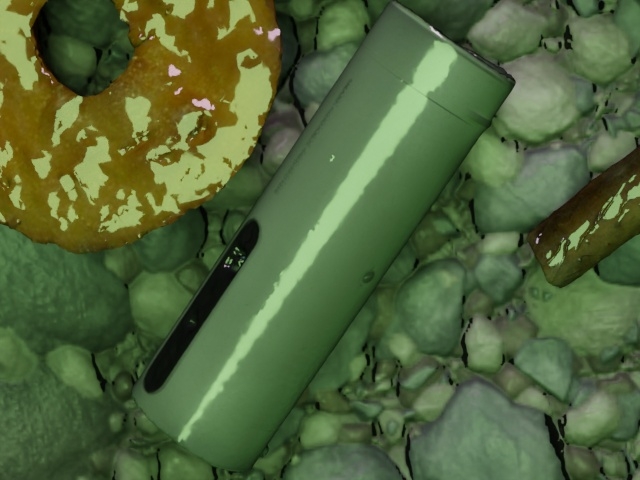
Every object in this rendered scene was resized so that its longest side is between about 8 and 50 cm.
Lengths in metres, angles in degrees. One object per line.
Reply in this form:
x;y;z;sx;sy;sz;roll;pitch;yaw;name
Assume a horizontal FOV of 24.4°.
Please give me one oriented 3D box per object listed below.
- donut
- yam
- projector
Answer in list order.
-0.155;-0.137;1.033;0.277;0.108;0.278;1;96;8;donut
0.244;-0.056;1.018;0.241;0.057;0.057;-38;91;10;yam
0.000;0.000;1.031;0.108;0.108;0.337;35;99;2;projector
